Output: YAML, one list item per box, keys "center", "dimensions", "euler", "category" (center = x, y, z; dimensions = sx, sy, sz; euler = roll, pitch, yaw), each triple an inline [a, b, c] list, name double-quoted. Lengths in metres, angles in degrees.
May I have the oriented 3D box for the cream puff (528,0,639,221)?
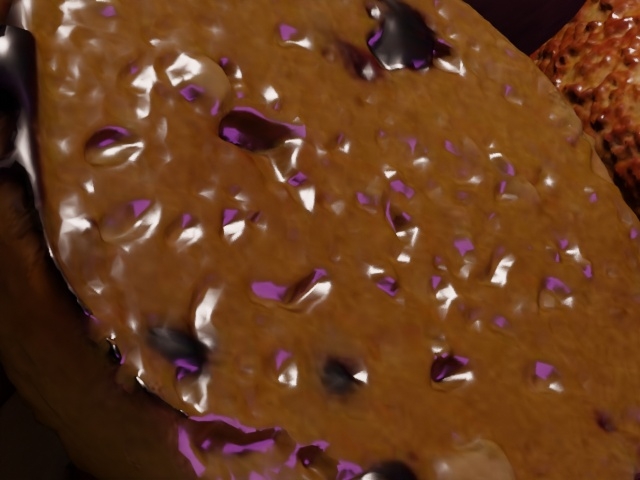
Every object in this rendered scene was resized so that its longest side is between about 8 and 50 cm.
- center: [0.232, 0.001, 1.153]
  dimensions: [0.229, 0.350, 0.350]
  euler: [-39, 133, -4]
  category: "cream puff"

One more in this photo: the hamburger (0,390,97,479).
- center: [-0.022, 0.168, 0.770]
  dimensions: [0.300, 0.176, 0.300]
  euler: [16, 71, -61]
  category: "hamburger"

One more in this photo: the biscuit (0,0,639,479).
- center: [-0.001, 0.000, 0.677]
  dimensions: [0.296, 0.075, 0.296]
  euler: [20, 50, -26]
  category: "biscuit"

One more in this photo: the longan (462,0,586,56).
- center: [0.034, -0.174, 0.863]
  dimensions: [0.246, 0.215, 0.246]
  euler: [-7, 90, -69]
  category: "longan"
